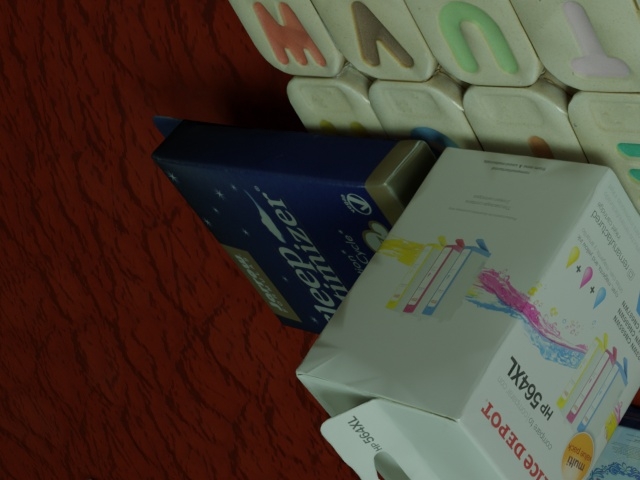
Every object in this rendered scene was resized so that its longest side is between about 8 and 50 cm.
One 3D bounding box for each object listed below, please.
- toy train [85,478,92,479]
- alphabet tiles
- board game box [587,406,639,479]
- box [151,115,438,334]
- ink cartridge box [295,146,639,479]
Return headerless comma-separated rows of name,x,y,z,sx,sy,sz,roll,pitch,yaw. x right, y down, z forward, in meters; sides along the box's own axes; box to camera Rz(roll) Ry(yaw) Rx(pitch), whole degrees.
toy train,-0.186,0.221,1.212,0.024,0.017,0.083,50,145,30
alphabet tiles,0.076,-0.067,0.616,0.284,0.021,0.278,10,141,46
board game box,0.166,0.125,0.722,0.090,0.020,0.090,9,121,46
box,0.000,0.000,0.772,0.225,0.036,0.136,12,145,51
ink cartridge box,0.068,0.047,0.619,0.090,0.143,0.092,10,149,45
